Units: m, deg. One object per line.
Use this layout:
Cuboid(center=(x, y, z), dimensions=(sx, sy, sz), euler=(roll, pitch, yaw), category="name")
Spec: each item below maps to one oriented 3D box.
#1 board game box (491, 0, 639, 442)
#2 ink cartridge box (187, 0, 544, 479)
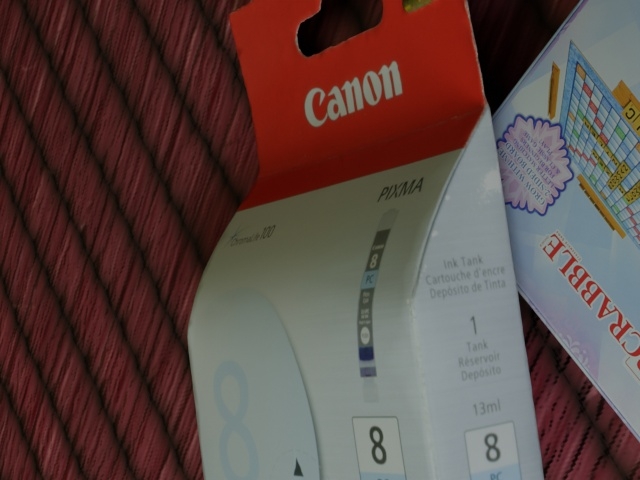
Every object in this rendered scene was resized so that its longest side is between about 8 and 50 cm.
Cuboid(center=(0.253, -0.030, 0.761), dimensions=(0.318, 0.066, 0.318), euler=(55, 126, 27), category="board game box")
Cuboid(center=(0.000, 0.000, 0.934), dimensions=(0.308, 0.091, 0.385), euler=(-13, 86, 60), category="ink cartridge box")
